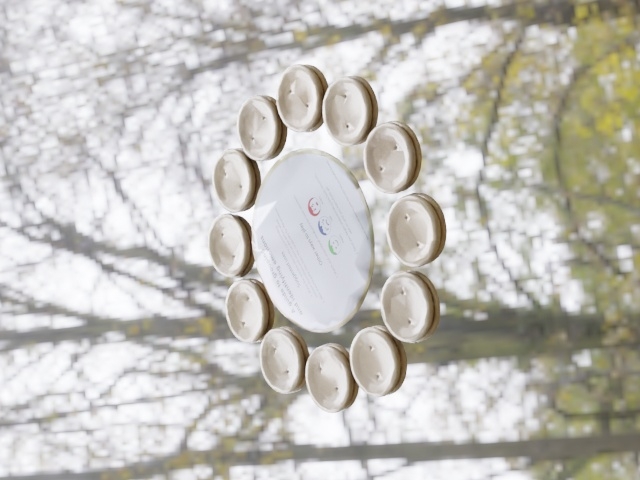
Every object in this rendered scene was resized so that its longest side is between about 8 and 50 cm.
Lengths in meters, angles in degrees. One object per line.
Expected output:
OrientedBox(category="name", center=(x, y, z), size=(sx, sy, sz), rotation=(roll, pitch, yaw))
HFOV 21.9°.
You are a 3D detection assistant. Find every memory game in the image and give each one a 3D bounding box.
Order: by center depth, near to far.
OrientedBox(category="memory game", center=(0.000, 0.000, 0.880), size=(0.012, 0.186, 0.186), rotation=(-7, -91, -42))
